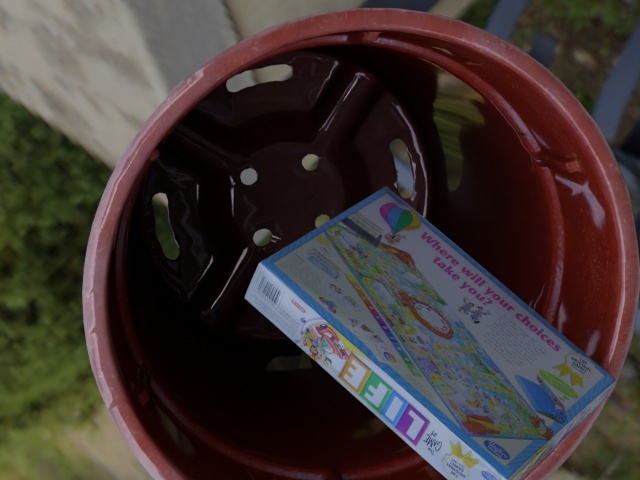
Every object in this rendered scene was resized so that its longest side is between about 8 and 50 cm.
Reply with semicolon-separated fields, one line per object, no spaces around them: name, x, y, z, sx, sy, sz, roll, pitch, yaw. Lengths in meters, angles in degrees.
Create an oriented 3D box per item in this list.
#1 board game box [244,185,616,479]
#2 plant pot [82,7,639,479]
board game box;0.054;0.047;0.745;0.154;0.103;0.026;41;133;18
plant pot;0.000;0.000;0.865;0.272;0.272;0.265;50;179;-16
